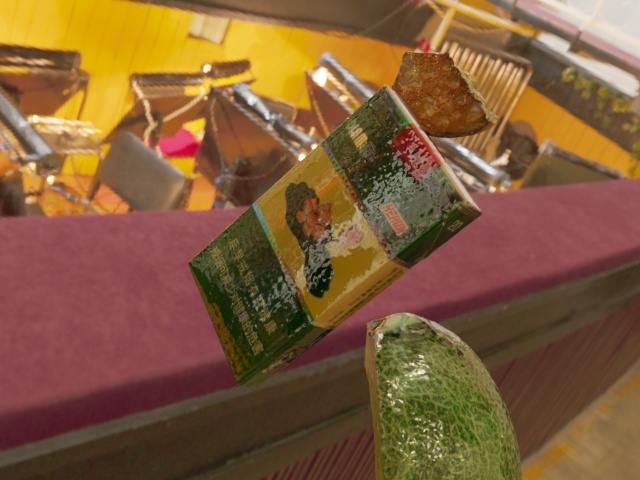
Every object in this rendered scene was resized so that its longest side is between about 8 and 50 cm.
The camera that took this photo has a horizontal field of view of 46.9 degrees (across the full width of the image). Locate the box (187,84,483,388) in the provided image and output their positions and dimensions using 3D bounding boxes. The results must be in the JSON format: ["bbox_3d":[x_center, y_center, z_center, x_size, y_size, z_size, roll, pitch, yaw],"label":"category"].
[{"bbox_3d":[0.000,0.000,0.591,0.034,0.235,0.132,24,31,-52],"label":"box"}]

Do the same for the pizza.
[{"bbox_3d":[0.132,-0.162,0.814,0.036,0.099,0.160,-21,22,-31],"label":"pizza"}]

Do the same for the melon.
[{"bbox_3d":[0.150,0.286,1.044,0.331,0.343,0.226,-18,16,-37],"label":"melon"}]
